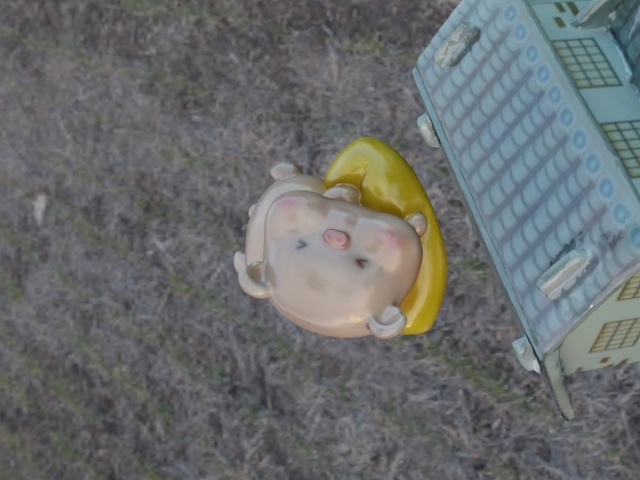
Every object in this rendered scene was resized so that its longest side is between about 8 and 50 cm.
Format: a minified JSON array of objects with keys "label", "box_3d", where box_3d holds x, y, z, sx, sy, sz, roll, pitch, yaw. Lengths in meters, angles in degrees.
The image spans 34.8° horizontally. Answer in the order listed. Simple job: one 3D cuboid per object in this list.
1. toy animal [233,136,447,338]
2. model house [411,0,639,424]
[{"label":"toy animal","box_3d":[0.000,0.000,0.467,0.114,0.082,0.091,20,116,29]},{"label":"model house","box_3d":[0.187,-0.037,0.598,0.198,0.215,0.224,95,162,-52]}]
